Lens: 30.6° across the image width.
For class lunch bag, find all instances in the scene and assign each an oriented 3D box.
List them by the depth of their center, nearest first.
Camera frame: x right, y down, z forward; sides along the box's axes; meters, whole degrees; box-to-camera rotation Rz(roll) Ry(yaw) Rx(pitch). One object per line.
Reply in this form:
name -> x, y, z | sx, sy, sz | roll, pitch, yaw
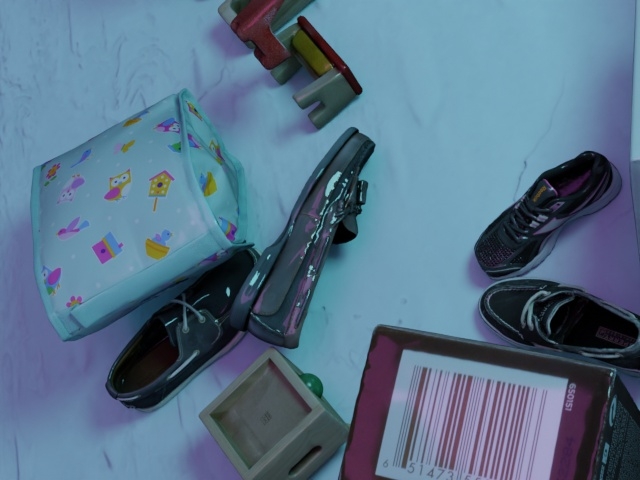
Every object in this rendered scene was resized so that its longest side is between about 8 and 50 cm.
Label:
lunch bag -> -0.198, -0.017, 1.296 | 0.223, 0.160, 0.262 | -28, 35, 9

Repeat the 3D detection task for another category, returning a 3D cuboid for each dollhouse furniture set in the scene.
dollhouse furniture set -> -0.079, -0.336, 1.376 | 0.152, 0.201, 0.374 | -40, 63, 4

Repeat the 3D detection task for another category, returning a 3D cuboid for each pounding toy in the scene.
pounding toy -> -0.025, 0.196, 1.243 | 0.141, 0.100, 0.130 | -43, 49, -1

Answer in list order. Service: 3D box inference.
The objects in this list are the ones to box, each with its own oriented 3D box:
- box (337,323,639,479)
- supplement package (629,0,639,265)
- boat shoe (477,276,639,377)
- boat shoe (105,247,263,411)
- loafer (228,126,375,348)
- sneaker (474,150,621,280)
box -> 0.169, 0.190, 1.001 | 0.191, 0.381, 0.143 | 9, 78, 24
supplement package -> 0.381, -0.111, 1.078 | 0.178, 0.175, 0.293 | -3, 43, 19
boat shoe -> 0.238, 0.074, 1.159 | 0.219, 0.070, 0.077 | 13, 79, 45
boat shoe -> -0.148, 0.097, 1.323 | 0.233, 0.079, 0.084 | -47, 61, -1
loafer -> 0.000, 0.000, 1.291 | 0.084, 0.096, 0.267 | 29, 72, 10
sneaker -> 0.229, -0.036, 1.226 | 0.178, 0.077, 0.072 | -43, 62, 3
